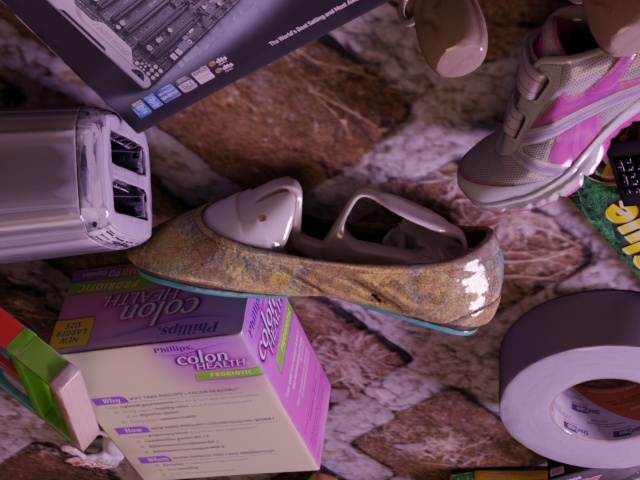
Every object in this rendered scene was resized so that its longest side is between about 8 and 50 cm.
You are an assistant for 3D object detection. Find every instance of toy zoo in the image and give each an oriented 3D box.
[{"bbox_3d":[-0.352,0.090,1.141,0.293,0.030,0.192,35,155,12],"label":"toy zoo"}]

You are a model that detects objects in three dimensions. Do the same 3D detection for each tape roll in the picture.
[{"bbox_3d":[0.295,0.148,1.162,0.219,0.072,0.219,5,138,5],"label":"tape roll"}]

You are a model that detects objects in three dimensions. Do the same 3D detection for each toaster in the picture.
[{"bbox_3d":[-0.232,-0.049,0.954,0.147,0.129,0.227,-5,175,6],"label":"toaster"}]

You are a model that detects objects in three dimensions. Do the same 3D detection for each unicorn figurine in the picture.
[{"bbox_3d":[-0.254,0.243,1.377,0.111,0.060,0.162,22,152,-14],"label":"unicorn figurine"}]

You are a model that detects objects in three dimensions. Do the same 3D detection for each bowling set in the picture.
[{"bbox_3d":[0.193,-0.209,0.701,0.200,0.154,0.287,19,137,-39],"label":"bowling set"}]

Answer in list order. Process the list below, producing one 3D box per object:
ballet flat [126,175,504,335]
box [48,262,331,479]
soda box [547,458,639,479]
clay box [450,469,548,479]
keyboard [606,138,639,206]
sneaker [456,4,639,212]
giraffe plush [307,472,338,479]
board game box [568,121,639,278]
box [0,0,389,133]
[{"bbox_3d":[0.000,0.000,1.036,0.349,0.123,0.123,10,137,-1],"label":"ballet flat"},{"bbox_3d":[-0.129,0.138,1.191,0.214,0.117,0.243,-8,136,18],"label":"box"},{"bbox_3d":[0.343,0.242,1.268,0.169,0.053,0.060,-24,128,31],"label":"soda box"},{"bbox_3d":[0.276,0.334,1.379,0.222,0.053,0.127,-4,137,14],"label":"clay box"},{"bbox_3d":[0.336,-0.047,0.908,0.192,0.038,0.100,-6,135,30],"label":"keyboard"},{"bbox_3d":[0.192,-0.121,0.879,0.111,0.103,0.252,36,125,-21],"label":"sneaker"},{"bbox_3d":[-0.052,0.387,1.433,0.181,0.210,0.170,28,169,-35],"label":"giraffe plush"},{"bbox_3d":[0.318,-0.028,1.001,0.136,0.030,0.260,-26,127,34],"label":"board game box"},{"bbox_3d":[-0.096,-0.235,0.811,0.307,0.076,0.242,-22,129,30],"label":"box"}]
